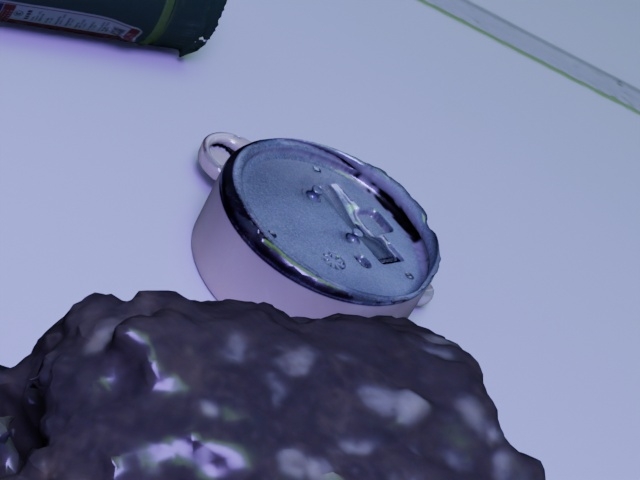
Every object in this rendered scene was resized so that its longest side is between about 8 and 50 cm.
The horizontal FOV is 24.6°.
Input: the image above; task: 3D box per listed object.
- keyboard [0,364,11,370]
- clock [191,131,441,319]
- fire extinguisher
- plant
[{"bbox_3d":[-0.098,0.111,0.781,0.204,0.013,0.061,19,37,-15],"label":"keyboard"},{"bbox_3d":[0.000,0.000,0.941,0.156,0.063,0.229,-11,54,-41],"label":"clock"},{"bbox_3d":[-0.214,-0.191,1.002,0.294,0.093,0.118,5,17,-29],"label":"fire extinguisher"},{"bbox_3d":[-0.078,0.138,0.594,0.312,0.213,0.215,4,46,-34],"label":"plant"}]
